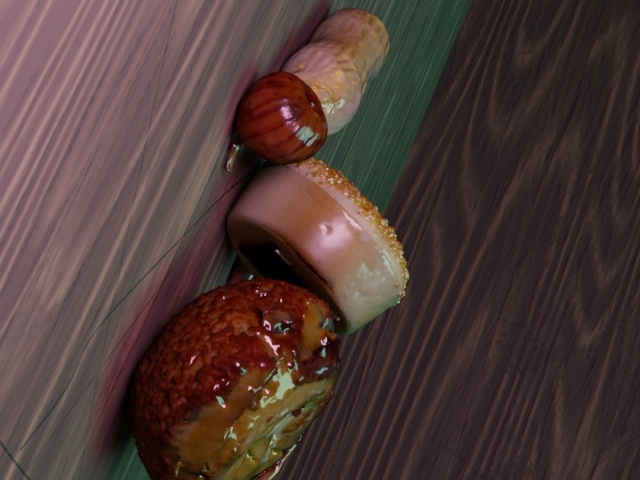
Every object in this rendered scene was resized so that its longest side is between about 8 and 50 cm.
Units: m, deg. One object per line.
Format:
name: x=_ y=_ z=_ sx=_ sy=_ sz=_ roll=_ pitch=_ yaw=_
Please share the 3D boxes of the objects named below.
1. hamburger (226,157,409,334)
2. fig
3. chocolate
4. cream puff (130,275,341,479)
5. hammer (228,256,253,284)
hamburger: x=0.000 y=0.000 z=1.608 sx=0.170 sy=0.302 sz=0.302 roll=-46 pitch=164 yaw=-20
fig: x=-0.055 y=-0.154 z=1.451 sx=0.150 sy=0.128 sz=0.128 roll=-48 pitch=-169 yaw=52
chocolate: x=0.020 y=-0.250 z=1.628 sx=0.309 sy=0.134 sz=0.134 roll=-59 pitch=167 yaw=-53
cream puff: x=-0.122 y=0.189 z=1.468 sx=0.350 sy=0.229 sz=0.350 roll=-40 pitch=160 yaw=-18
hammer: x=-0.120 y=0.047 z=1.772 sx=0.043 sy=0.043 sz=0.083 roll=55 pitch=56 yaw=-80
